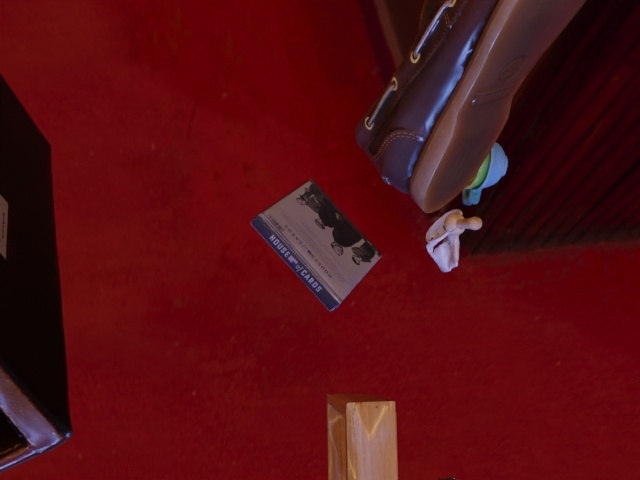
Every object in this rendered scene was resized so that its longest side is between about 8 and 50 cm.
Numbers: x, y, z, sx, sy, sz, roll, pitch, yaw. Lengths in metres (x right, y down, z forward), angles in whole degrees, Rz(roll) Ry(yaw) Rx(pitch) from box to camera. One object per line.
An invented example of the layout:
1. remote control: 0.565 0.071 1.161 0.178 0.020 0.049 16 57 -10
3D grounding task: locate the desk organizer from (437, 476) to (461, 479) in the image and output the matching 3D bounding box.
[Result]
1. desk organizer: 0.196 0.404 1.340 0.047 0.050 0.130 48 37 -30

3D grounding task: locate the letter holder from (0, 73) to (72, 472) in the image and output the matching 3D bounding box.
1. letter holder: -0.279 0.008 0.525 0.214 0.152 0.302 -26 38 1

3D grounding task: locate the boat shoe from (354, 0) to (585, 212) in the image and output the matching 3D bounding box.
1. boat shoe: 0.078 -0.110 0.476 0.073 0.207 0.073 -14 54 -47

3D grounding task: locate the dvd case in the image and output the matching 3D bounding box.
1. dvd case: 0.000 0.000 1.464 0.179 0.029 0.238 48 25 0

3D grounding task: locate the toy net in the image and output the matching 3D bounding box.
1. toy net: 0.174 -0.057 1.189 0.045 0.232 0.122 7 46 -15

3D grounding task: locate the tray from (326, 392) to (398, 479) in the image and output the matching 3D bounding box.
1. tray: 0.059 0.424 1.291 0.076 0.203 0.411 1 84 -7
